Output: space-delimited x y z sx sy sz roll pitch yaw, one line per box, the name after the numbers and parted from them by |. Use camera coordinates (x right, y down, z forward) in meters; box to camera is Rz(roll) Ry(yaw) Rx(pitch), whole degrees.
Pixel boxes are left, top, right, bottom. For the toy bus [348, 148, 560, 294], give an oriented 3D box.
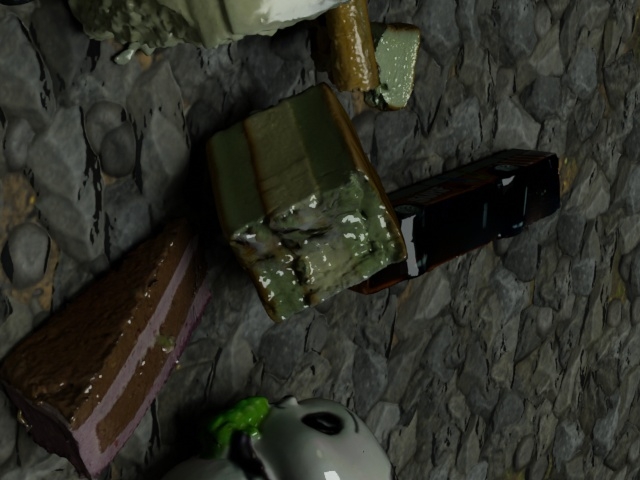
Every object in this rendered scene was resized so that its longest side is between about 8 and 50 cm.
0.158 -0.030 1.779 0.409 0.092 0.093 -20 115 -46 | toy bus

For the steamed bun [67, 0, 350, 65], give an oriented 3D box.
-0.066 -0.296 1.272 0.290 0.272 0.273 -46 133 -38 | steamed bun

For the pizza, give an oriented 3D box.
0.014 -0.230 1.504 0.069 0.194 0.154 -13 99 -2 | pizza

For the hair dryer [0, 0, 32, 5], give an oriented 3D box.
-0.322 -0.197 1.157 0.255 0.070 0.128 -46 135 -22 | hair dryer

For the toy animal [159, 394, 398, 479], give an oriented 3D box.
-0.056 0.267 1.519 0.267 0.213 0.212 -45 133 -27 | toy animal

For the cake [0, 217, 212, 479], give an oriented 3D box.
-0.195 0.094 1.398 0.295 0.113 0.116 -53 144 -44 | cake

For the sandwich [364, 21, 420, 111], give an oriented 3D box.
0.073 -0.197 1.663 0.093 0.036 0.104 -13 112 -50 | sandwich

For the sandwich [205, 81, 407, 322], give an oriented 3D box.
0.001 0.000 1.461 0.155 0.198 0.227 -25 129 5 | sandwich
